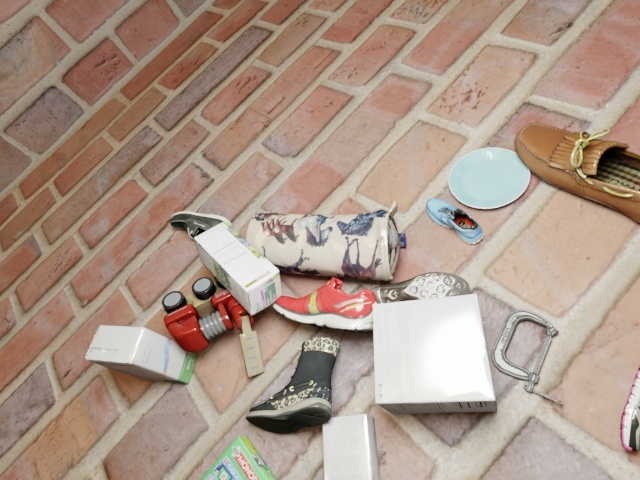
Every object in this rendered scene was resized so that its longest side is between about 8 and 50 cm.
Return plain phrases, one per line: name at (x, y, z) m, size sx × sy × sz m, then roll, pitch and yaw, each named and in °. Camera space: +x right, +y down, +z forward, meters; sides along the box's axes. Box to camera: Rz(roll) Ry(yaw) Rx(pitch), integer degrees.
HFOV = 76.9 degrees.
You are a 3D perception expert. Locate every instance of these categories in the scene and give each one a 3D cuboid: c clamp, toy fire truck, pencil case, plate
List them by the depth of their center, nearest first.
c clamp at (0.416, 0.218, 0.793) m, size 0.137 × 0.022 × 0.160 m, roll 12°, pitch 69°, yaw 36°
plate at (0.419, -0.154, 1.009) m, size 0.188 × 0.024 × 0.188 m, roll -12°, pitch 56°, yaw 18°
toy fire truck at (-0.253, 0.224, 1.010) m, size 0.217 × 0.158 × 0.246 m, roll -26°, pitch 44°, yaw -14°
pencil case at (0.000, 0.000, 1.024) m, size 0.411 × 0.160 × 0.183 m, roll 2°, pitch 65°, yaw 26°

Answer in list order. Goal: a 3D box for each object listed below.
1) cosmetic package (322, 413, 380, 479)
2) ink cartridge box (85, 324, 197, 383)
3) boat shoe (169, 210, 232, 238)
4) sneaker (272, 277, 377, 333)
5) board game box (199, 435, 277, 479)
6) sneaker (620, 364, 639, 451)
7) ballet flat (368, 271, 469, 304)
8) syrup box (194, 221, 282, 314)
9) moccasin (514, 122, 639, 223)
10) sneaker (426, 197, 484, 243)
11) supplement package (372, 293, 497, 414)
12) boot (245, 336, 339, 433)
cosmetic package at (0.064, 0.469, 0.776) m, size 0.099 × 0.060 × 0.238 m, roll -15°, pitch 55°, yaw 20°
ink cartridge box at (-0.445, 0.292, 1.021) m, size 0.155 × 0.212 × 0.093 m, roll -4°, pitch 60°, yaw 23°
boat shoe at (-0.394, -0.042, 1.279) m, size 0.233 × 0.084 × 0.079 m, roll 8°, pitch 65°, yaw 25°
sneaker at (0.012, 0.145, 0.945) m, size 0.279 × 0.107 × 0.118 m, roll 1°, pitch 73°, yaw 35°
board game box at (-0.144, 0.597, 0.805) m, size 0.213 × 0.046 × 0.317 m, roll -46°, pitch 53°, yaw -8°
sneaker at (0.554, 0.275, 0.665) m, size 0.075 × 0.063 × 0.170 m, roll 21°, pitch 67°, yaw 39°
ballet flat at (0.210, 0.127, 0.923) m, size 0.250 × 0.058 × 0.084 m, roll -13°, pitch 69°, yaw 14°
syrup box at (-0.203, 0.063, 0.988) m, size 0.096 × 0.093 × 0.237 m, roll -34°, pitch 53°, yaw -29°
moccasin at (0.589, -0.159, 0.854) m, size 0.139 × 0.147 × 0.380 m, roll -36°, pitch 53°, yaw -3°
sneaker at (0.322, -0.062, 0.968) m, size 0.063 × 0.073 × 0.162 m, roll -45°, pitch 53°, yaw -5°
supplement package at (0.221, 0.229, 0.792) m, size 0.203 × 0.149 × 0.194 m, roll -9°, pitch 58°, yaw 20°
boot at (-0.056, 0.326, 0.910) m, size 0.237 × 0.085 × 0.178 m, roll -27°, pitch 30°, yaw 34°
